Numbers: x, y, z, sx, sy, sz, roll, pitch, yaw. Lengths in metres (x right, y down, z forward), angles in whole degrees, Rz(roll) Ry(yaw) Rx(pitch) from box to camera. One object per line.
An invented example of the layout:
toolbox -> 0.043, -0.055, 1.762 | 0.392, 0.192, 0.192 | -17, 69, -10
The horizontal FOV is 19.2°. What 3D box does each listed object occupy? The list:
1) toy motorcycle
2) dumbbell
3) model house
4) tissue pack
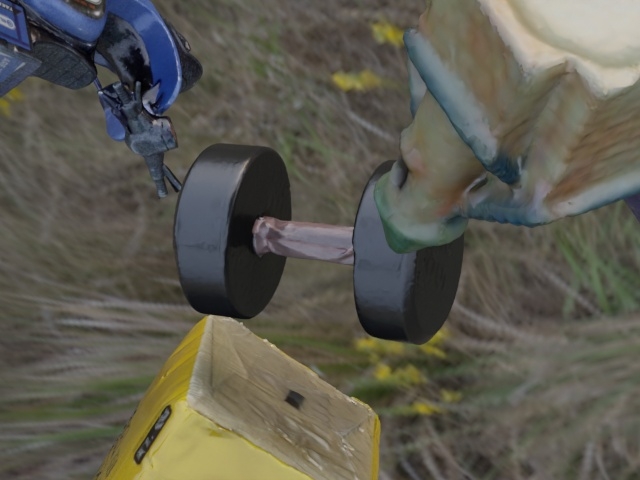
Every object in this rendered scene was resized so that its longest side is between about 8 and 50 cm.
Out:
toy motorcycle -> -0.242, -0.185, 1.885 | 0.125, 0.358, 0.212 | -33, 56, 29
dumbbell -> 0.000, 0.000, 1.606 | 0.218, 0.152, 0.152 | 7, 80, 21
model house -> 0.175, -0.126, 1.338 | 0.312, 0.280, 0.245 | -20, 64, -28
tissue pack -> -0.127, 0.299, 1.764 | 0.228, 0.293, 0.382 | 29, 103, -6
